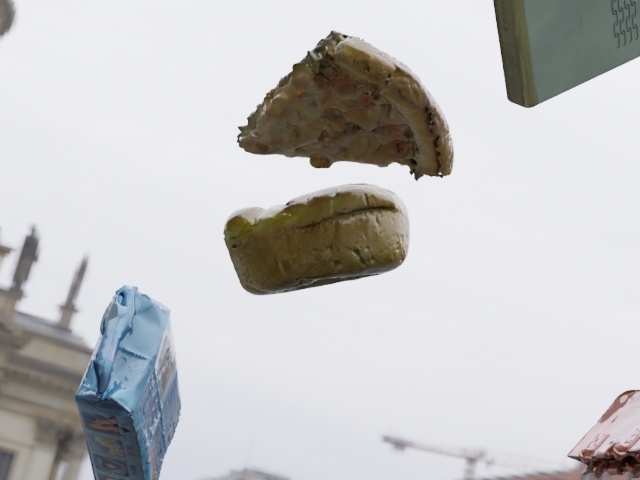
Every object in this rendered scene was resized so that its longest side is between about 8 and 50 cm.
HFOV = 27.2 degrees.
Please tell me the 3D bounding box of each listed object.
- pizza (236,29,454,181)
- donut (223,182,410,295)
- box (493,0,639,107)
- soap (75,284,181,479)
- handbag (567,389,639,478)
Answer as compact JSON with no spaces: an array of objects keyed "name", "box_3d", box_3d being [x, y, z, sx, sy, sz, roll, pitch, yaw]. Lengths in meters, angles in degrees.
[{"name":"pizza","box_3d":[0.066,-0.248,2.497,0.435,0.080,0.392,2,-32,-6]},{"name":"donut","box_3d":[0.000,0.000,1.879,0.262,0.128,0.208,-12,-5,16]},{"name":"box","box_3d":[0.277,-0.302,1.452,0.045,0.211,0.270,38,-31,52]},{"name":"soap","box_3d":[-0.219,0.184,1.538,0.077,0.156,0.293,12,-37,6]},{"name":"handbag","box_3d":[0.456,0.274,1.891,0.059,0.157,0.212,53,-20,-2]}]
